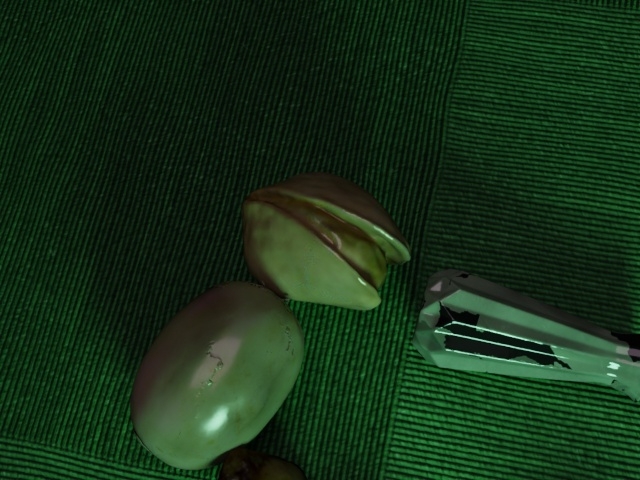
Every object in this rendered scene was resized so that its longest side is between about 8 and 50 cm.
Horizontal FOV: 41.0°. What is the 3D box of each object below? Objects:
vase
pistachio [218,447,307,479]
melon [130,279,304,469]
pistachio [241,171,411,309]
[{"bbox_3d":[0.332,0.156,1.355,0.360,0.165,0.165,14,72,6],"label":"vase"},{"bbox_3d":[-0.080,0.404,1.298,0.210,0.130,0.165,54,37,-16],"label":"pistachio"},{"bbox_3d":[-0.159,0.205,1.339,0.223,0.223,0.317,36,82,16],"label":"melon"},{"bbox_3d":[0.000,0.000,1.398,0.321,0.238,0.229,22,76,44],"label":"pistachio"}]
